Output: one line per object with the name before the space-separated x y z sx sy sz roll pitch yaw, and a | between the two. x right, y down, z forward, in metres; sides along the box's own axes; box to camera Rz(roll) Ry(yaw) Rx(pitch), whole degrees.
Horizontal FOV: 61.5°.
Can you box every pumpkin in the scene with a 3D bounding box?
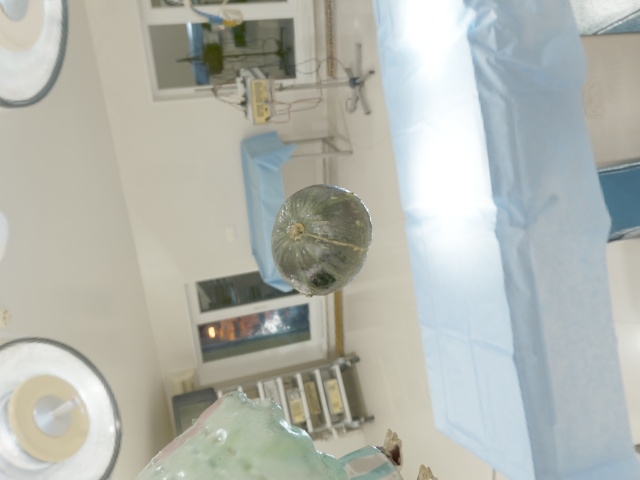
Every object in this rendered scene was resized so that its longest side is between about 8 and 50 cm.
pumpkin | 0.000 -0.001 0.908 0.146 0.190 0.190 42 -160 -47

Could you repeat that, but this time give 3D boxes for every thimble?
thimble | -0.061 0.217 0.392 0.211 0.149 0.185 21 141 44

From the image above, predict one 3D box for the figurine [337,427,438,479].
figurine | 0.019 0.551 0.851 0.266 0.362 0.377 35 141 59
